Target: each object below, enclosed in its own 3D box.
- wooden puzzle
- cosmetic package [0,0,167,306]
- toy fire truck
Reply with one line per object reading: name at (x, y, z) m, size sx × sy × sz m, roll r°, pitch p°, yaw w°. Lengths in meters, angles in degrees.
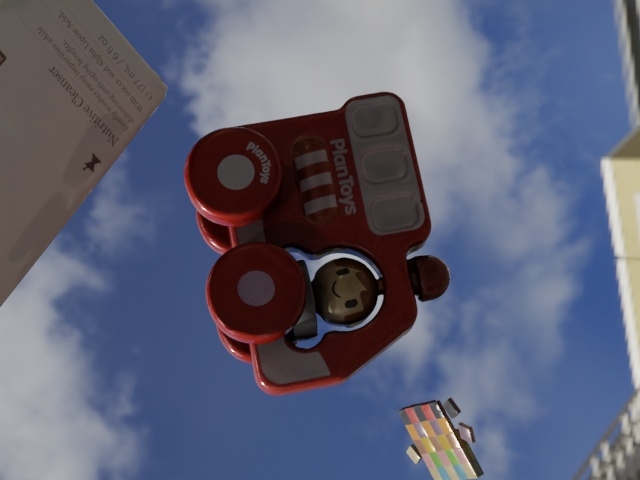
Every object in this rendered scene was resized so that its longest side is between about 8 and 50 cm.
wooden puzzle at (0.070, 0.117, 0.657) m, size 0.006 × 0.083 × 0.049 m, roll -28°, pitch -91°, yaw -27°
cosmetic package at (-0.360, -0.086, 1.132) m, size 0.217 × 0.156 × 0.385 m, roll 50°, pitch -118°, yaw -40°
toy fire truck at (0.000, 0.000, 1.190) m, size 0.169 × 0.254 × 0.302 m, roll 91°, pitch 167°, yaw -74°
